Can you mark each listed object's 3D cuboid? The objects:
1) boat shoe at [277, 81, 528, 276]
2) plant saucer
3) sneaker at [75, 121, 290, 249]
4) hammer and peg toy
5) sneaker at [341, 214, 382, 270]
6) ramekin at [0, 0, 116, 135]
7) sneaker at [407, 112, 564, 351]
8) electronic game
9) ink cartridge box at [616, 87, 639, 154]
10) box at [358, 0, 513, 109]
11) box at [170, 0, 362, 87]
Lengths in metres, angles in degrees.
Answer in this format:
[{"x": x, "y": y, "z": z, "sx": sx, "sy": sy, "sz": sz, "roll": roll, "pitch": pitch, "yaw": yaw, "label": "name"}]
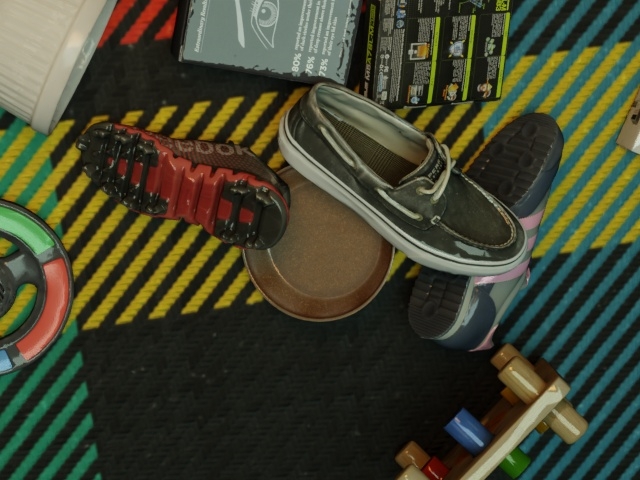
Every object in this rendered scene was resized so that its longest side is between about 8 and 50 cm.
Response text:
[{"x": 0.105, "y": -0.068, "z": 1.864, "sx": 0.335, "sy": 0.119, "sz": 0.121, "roll": 28, "pitch": 61, "yaw": -6, "label": "boat shoe"}, {"x": 0.000, "y": 0.000, "z": 1.960, "sx": 0.198, "sy": 0.036, "sz": 0.199, "roll": 1, "pitch": 95, "yaw": 16, "label": "plant saucer"}, {"x": -0.156, "y": -0.077, "z": 1.915, "sx": 0.276, "sy": 0.135, "sz": 0.098, "roll": 21, "pitch": 113, "yaw": 8, "label": "sneaker"}, {"x": 0.172, "y": 0.294, "z": 1.985, "sx": 0.127, "sy": 0.266, "sz": 0.361, "roll": 44, "pitch": 92, "yaw": 1, "label": "hammer and peg toy"}, {"x": 0.075, "y": -0.050, "z": 1.987, "sx": 0.086, "sy": 0.064, "sz": 0.192, "roll": 46, "pitch": 101, "yaw": 1, "label": "sneaker"}, {"x": -0.312, "y": -0.233, "z": 1.791, "sx": 0.109, "sy": 0.207, "sz": 0.207, "roll": 26, "pitch": 98, "yaw": -7, "label": "ramekin"}, {"x": 0.230, "y": -0.006, "z": 2.017, "sx": 0.131, "sy": 0.112, "sz": 0.319, "roll": 26, "pitch": 95, "yaw": -43, "label": "sneaker"}, {"x": -0.414, "y": 0.058, "z": 1.924, "sx": 0.229, "sy": 0.048, "sz": 0.229, "roll": -3, "pitch": 104, "yaw": -10, "label": "electronic game"}, {"x": 0.454, "y": -0.163, "z": 2.026, "sx": 0.099, "sy": 0.056, "sz": 0.135, "roll": 19, "pitch": 99, "yaw": -16, "label": "ink cartridge box"}, {"x": 0.142, "y": -0.256, "z": 1.914, "sx": 0.184, "sy": 0.045, "sz": 0.191, "roll": -9, "pitch": 116, "yaw": -26, "label": "box"}, {"x": -0.062, "y": -0.274, "z": 1.873, "sx": 0.207, "sy": 0.108, "sz": 0.153, "roll": 9, "pitch": 102, "yaw": -13, "label": "box"}]
